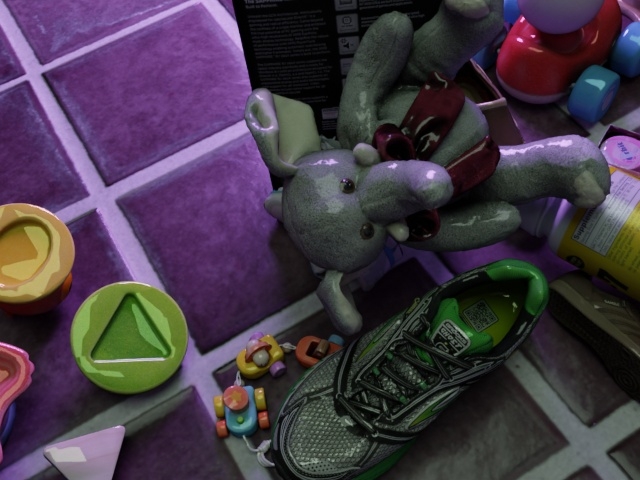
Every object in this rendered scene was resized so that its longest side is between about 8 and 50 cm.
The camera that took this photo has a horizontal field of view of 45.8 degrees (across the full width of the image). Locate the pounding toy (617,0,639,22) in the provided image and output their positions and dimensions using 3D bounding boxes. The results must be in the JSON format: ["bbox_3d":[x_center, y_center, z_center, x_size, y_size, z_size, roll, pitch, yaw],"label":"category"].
[{"bbox_3d":[0.518,-0.406,1.093,0.154,0.155,0.269,-29,57,-8],"label":"pounding toy"}]

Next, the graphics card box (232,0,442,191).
[{"bbox_3d":[0.033,-0.205,0.882,0.232,0.371,0.094,-5,51,4],"label":"graphics card box"}]

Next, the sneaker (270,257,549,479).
[{"bbox_3d":[0.089,0.122,0.773,0.343,0.146,0.134,-37,74,-17],"label":"sneaker"}]

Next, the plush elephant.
[{"bbox_3d":[0.069,-0.066,0.747,0.330,0.272,0.255,-18,21,37],"label":"plush elephant"}]

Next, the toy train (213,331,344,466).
[{"bbox_3d":[-0.047,0.157,0.839,0.125,0.046,0.166,23,61,21],"label":"toy train"}]

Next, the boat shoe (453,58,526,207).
[{"bbox_3d":[0.211,-0.141,0.983,0.095,0.095,0.258,-19,56,-6],"label":"boat shoe"}]

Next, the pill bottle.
[{"bbox_3d":[0.328,-0.012,0.834,0.208,0.119,0.119,32,65,24],"label":"pill bottle"}]

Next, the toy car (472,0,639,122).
[{"bbox_3d":[0.328,-0.322,1.007,0.219,0.238,0.210,35,66,26],"label":"toy car"}]

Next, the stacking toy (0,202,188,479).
[{"bbox_3d":[-0.320,0.147,0.874,0.279,0.130,0.309,26,62,-7],"label":"stacking toy"}]

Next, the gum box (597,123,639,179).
[{"bbox_3d":[0.411,-0.051,0.891,0.188,0.107,0.062,24,61,21],"label":"gum box"}]

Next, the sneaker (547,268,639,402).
[{"bbox_3d":[0.332,0.099,0.823,0.071,0.066,0.188,-28,58,-19],"label":"sneaker"}]

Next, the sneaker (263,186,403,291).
[{"bbox_3d":[0.000,0.000,0.930,0.190,0.071,0.083,27,68,23],"label":"sneaker"}]
